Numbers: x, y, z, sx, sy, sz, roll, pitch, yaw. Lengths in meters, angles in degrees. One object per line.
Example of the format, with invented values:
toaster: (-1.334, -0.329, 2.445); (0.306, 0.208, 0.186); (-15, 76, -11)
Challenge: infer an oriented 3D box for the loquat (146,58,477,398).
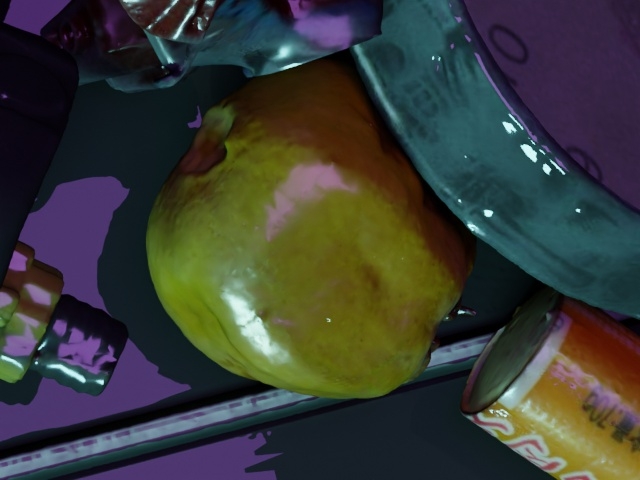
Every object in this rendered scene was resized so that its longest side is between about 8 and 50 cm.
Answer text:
loquat: (0.000, 0.000, 0.768); (0.137, 0.113, 0.137); (5, 80, -30)

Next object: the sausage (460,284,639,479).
sausage: (0.172, 0.109, 0.824); (0.234, 0.071, 0.071); (35, 74, -9)

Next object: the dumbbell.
dumbbell: (-0.243, -0.041, 0.660); (0.388, 0.185, 0.185); (26, 75, -13)

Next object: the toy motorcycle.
toy motorcycle: (-0.046, -0.092, 0.708); (0.122, 0.213, 0.082); (-12, 85, -29)

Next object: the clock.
clock: (0.130, -0.106, 0.803); (0.280, 0.055, 0.281); (15, 62, -30)
